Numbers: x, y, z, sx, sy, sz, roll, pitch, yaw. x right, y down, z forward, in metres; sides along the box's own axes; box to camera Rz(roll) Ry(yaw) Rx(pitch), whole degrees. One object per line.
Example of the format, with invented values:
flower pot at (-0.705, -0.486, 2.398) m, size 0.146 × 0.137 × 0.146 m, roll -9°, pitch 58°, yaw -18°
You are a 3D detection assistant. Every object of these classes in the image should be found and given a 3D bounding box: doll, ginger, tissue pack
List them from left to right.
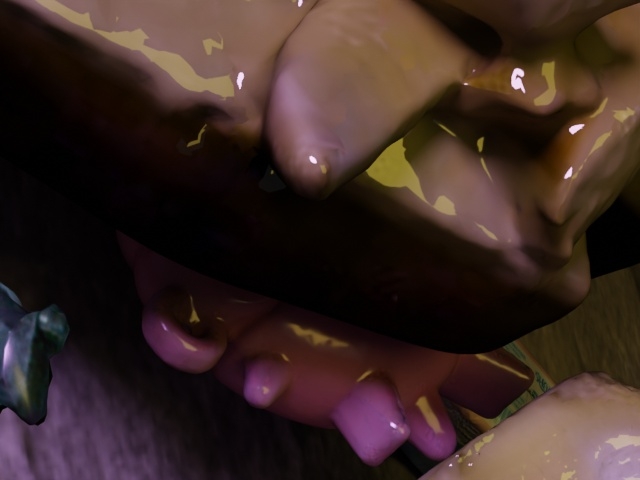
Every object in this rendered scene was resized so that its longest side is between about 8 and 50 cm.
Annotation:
doll at (0.000, 0.000, 0.632) m, size 0.211 × 0.093 × 0.262 m, roll 53°, pitch 32°, yaw 11°
ginger at (0.030, -0.156, 0.561) m, size 0.413 × 0.211 × 0.358 m, roll 15°, pitch 42°, yaw -37°
tissue pack at (0.074, 0.080, 0.739) m, size 0.094 × 0.058 × 0.074 m, roll 48°, pitch 42°, yaw -32°

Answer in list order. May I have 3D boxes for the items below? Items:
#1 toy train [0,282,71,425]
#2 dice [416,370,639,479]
toy train at (-0.160, 0.077, 0.355) m, size 0.115 × 0.154 × 0.269 m, roll 38°, pitch 49°, yaw -49°
dice at (0.087, 0.168, 0.588) m, size 0.166 × 0.169 × 0.169 m, roll -28°, pitch 75°, yaw -30°
